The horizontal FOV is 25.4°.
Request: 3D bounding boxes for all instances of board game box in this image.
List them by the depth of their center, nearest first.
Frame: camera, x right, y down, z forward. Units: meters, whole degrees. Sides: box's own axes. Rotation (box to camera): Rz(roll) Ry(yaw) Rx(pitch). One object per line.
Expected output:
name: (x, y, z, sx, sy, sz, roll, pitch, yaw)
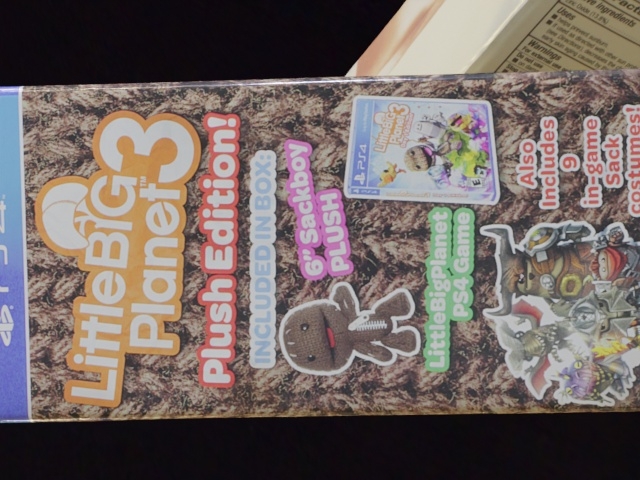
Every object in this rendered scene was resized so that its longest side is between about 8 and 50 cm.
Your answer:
board game box: (0.000, 0.000, 0.689, 0.291, 0.232, 0.141, -1, -88, 2)

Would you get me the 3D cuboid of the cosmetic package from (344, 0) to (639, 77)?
cosmetic package: (0.125, -0.099, 0.909, 0.153, 0.129, 0.296, 24, -51, -26)
